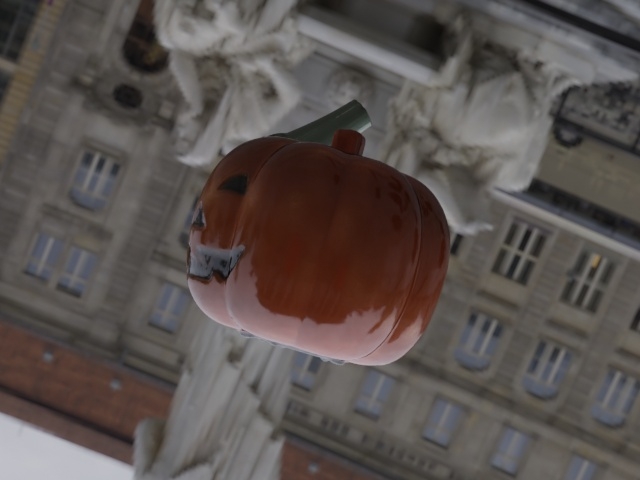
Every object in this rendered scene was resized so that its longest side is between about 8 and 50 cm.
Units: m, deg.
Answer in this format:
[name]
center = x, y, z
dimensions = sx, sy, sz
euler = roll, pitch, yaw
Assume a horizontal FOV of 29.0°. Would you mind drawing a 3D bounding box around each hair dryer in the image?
[hair dryer]
center = 0.015, -0.070, 1.716
dimensions = 0.267, 0.229, 0.092
euler = 42, 176, -27

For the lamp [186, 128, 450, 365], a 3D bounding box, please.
[lamp]
center = 0.000, 0.000, 0.874
dimensions = 0.188, 0.163, 0.187
euler = 16, 178, 0
